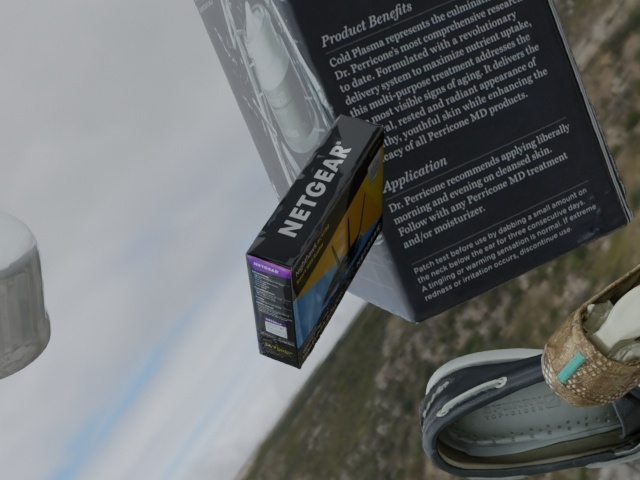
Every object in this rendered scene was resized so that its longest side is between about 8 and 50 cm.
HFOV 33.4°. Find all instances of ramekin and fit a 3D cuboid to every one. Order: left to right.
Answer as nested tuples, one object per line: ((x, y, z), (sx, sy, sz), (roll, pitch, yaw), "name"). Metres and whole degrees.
((-0.467, 0.057, 1.288), (0.277, 0.277, 0.135), (-46, -34, -60), "ramekin")

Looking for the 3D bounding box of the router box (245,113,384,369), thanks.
((0.000, 0.000, 0.908), (0.133, 0.046, 0.179), (86, -152, -49), "router box")

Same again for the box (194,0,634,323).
((0.078, -0.194, 1.329), (0.297, 0.472, 0.480), (-24, 10, -12), "box")

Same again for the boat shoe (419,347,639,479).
((0.225, 0.123, 0.818), (0.302, 0.114, 0.091), (-19, 14, 15), "boat shoe")

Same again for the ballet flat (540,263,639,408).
((0.227, 0.033, 0.667), (0.206, 0.073, 0.067), (-35, -20, -22), "ballet flat")
